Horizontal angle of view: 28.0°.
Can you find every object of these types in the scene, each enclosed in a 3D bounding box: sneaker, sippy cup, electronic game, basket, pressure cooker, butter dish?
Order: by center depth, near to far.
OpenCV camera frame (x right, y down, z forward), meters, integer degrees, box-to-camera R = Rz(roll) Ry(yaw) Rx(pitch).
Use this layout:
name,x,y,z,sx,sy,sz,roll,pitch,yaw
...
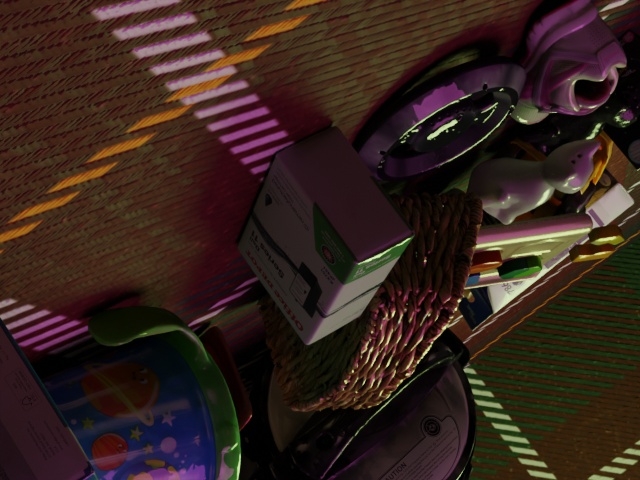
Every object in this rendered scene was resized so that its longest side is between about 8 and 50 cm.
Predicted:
name,x,y,z,sx,sy,sz,roll,pitch,yaw
sippy cup,-0.246,0.233,1.463,0.224,0.306,0.240,-10,180,-37
electronic game,0.138,-0.140,1.500,0.229,0.048,0.229,-26,162,-9
sneaker,0.292,-0.192,1.558,0.103,0.111,0.252,-33,168,-13
basket,0.087,0.094,1.659,0.223,0.214,0.299,1,146,-30
butter dish,-0.189,0.204,1.664,0.118,0.160,0.160,19,125,-45
pressure cooker,0.047,0.310,2.037,0.375,0.370,0.420,7,151,-8

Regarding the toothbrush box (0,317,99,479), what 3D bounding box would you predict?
name,x,y,z,sx,sy,sz,roll,pitch,yaw
toothbrush box,-0.299,0.187,1.186,0.126,0.216,0.295,-32,165,-14

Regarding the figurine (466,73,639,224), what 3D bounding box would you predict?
name,x,y,z,sx,sy,sz,roll,pitch,yaw
figurine,0.312,-0.122,1.657,0.215,0.092,0.209,-49,-167,-27

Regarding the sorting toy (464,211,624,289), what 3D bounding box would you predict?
name,x,y,z,sx,sy,sz,roll,pitch,yaw
sorting toy,0.304,0.022,1.851,0.307,0.041,0.229,-8,162,-14

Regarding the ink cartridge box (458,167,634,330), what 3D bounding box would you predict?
name,x,y,z,sx,sy,sz,roll,pitch,yaw
ink cartridge box,0.332,-0.014,2.091,0.332,0.165,0.065,-41,126,9

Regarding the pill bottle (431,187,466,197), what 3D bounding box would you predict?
name,x,y,z,sx,sy,sz,roll,pitch,yaw
pill bottle,0.155,-0.017,1.846,0.137,0.078,0.078,-29,163,-23

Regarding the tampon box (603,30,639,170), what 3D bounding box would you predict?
name,x,y,z,sx,sy,sz,roll,pitch,yaw
tampon box,0.456,-0.195,1.826,0.120,0.161,0.101,-43,164,21

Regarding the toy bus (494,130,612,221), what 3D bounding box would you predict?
name,x,y,z,sx,sy,sz,roll,pitch,yaw
toy bus,0.367,-0.121,1.919,0.211,0.149,0.220,-46,166,-18

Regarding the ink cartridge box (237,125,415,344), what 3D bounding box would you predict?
name,x,y,z,sx,sy,sz,roll,pitch,yaw
ink cartridge box,0.000,0.000,1.411,0.086,0.153,0.208,-28,162,-28

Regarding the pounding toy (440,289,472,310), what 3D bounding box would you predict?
name,x,y,z,sx,sy,sz,roll,pitch,yaw
pounding toy,0.248,0.077,2.289,0.141,0.100,0.130,-27,162,-33
